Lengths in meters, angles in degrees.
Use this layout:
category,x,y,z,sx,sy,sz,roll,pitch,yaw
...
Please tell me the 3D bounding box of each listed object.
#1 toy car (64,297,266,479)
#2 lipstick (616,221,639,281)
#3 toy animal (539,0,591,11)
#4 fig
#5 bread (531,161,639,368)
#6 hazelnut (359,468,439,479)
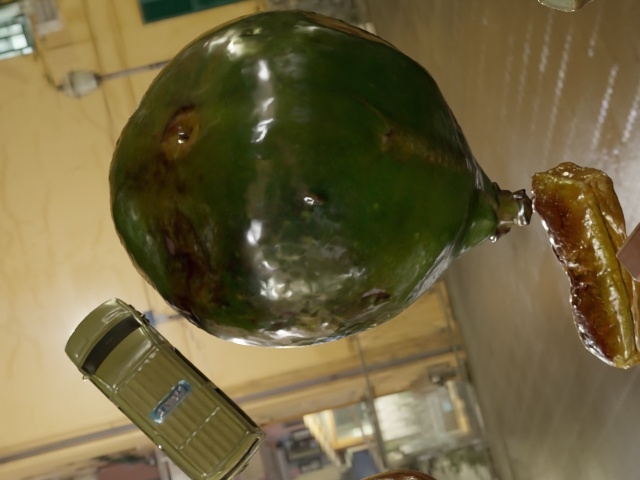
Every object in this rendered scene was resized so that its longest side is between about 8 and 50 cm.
category,x,y,z,sx,sy,sz,roll,pitch,yaw
toy car,-0.182,0.168,1.243,0.257,0.101,0.124,41,169,10
lipstick,0.345,-0.009,1.104,0.045,0.045,0.145,52,163,16
toy animal,0.169,-0.288,0.860,0.097,0.312,0.157,-41,27,62
fig,0.010,-0.023,0.625,0.195,0.245,0.195,-33,47,46
bread,0.349,0.032,1.426,0.139,0.077,0.270,31,144,66
hazelnut,0.072,0.303,1.014,0.182,0.182,0.182,167,90,-89
